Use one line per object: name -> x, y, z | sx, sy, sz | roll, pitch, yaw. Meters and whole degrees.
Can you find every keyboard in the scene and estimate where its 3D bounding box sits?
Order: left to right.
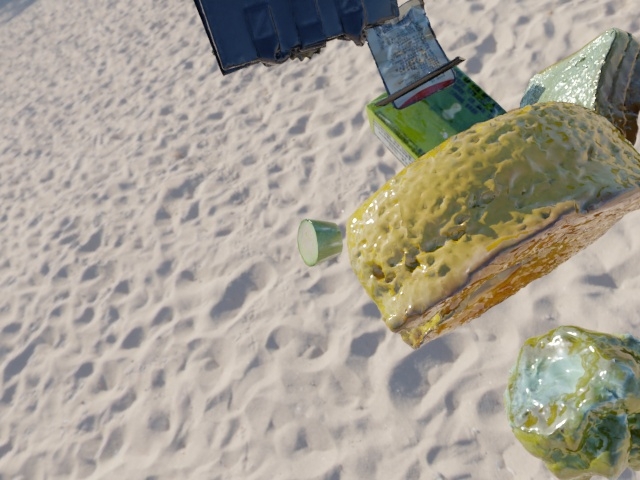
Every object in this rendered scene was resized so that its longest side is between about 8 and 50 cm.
keyboard -> 0.206, -0.329, 1.072 | 0.198, 0.010, 0.064 | -24, 2, 30

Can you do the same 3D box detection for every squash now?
squash -> 0.000, 0.000, 1.781 | 0.123, 0.170, 0.170 | -11, 37, -19

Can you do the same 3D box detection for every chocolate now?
chocolate -> 0.317, -0.310, 1.400 | 0.289, 0.137, 0.301 | -36, 73, -14

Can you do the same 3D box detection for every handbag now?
handbag -> -0.060, -0.440, 0.794 | 0.303, 0.329, 0.122 | -21, 16, -9

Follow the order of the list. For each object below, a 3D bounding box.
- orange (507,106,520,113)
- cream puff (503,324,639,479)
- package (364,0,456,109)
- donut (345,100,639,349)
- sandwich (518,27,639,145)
orange -> 0.699, -0.289, 1.721 | 0.322, 0.357, 0.322 | 6, 99, 40
cream puff -> 0.624, 0.380, 1.172 | 0.378, 0.275, 0.378 | -45, 19, 20
package -> 0.207, -0.446, 1.224 | 0.166, 0.232, 0.040 | -25, 7, 10
donut -> 0.216, -0.014, 0.666 | 0.378, 0.435, 0.163 | -28, 71, -3
sandwich -> 0.442, -0.230, 0.906 | 0.251, 0.087, 0.226 | 164, 125, -77
